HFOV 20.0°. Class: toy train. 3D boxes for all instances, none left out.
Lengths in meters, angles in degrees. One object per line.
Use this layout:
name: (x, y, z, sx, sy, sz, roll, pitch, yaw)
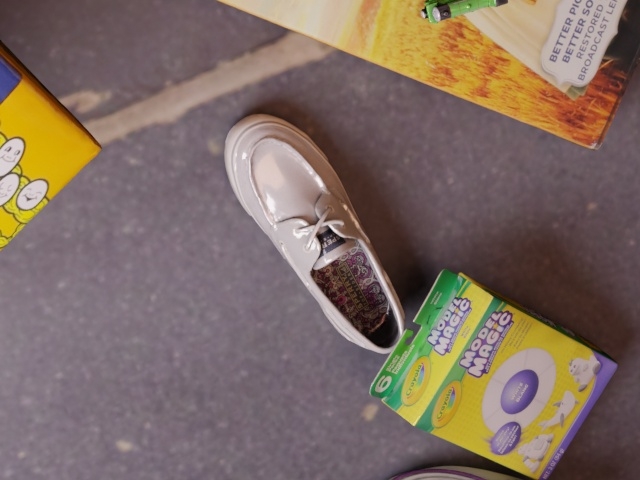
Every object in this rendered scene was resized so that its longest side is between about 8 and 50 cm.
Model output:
toy train: (0.103, -0.152, 1.130, 0.083, 0.023, 0.017, -20, 112, -14)

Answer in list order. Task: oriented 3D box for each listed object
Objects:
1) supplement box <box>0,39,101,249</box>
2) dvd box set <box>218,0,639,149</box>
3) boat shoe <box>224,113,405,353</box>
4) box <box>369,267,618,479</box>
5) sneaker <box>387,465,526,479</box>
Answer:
supplement box: (-0.331, -0.016, 0.955, 0.356, 0.195, 0.194, -46, 146, -2)
dvd box set: (0.053, -0.266, 1.127, 0.420, 0.062, 0.308, 20, 98, -24)
boat shoe: (0.000, 0.000, 1.186, 0.066, 0.063, 0.184, -30, 114, -9)
box: (0.118, 0.092, 1.240, 0.179, 0.043, 0.105, 27, 96, -41)
sneaker: (0.043, 0.256, 1.270, 0.305, 0.114, 0.152, -18, 125, -9)
